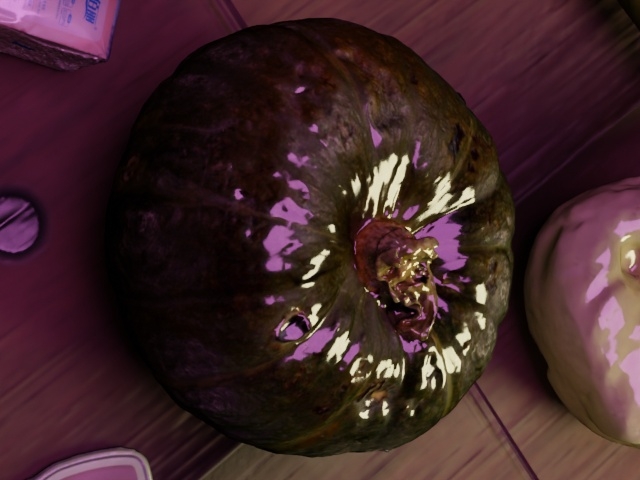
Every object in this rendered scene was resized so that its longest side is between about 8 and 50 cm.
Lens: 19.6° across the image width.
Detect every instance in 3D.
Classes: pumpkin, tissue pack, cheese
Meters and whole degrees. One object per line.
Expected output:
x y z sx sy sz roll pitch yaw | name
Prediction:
0.000 0.000 0.922 0.224 0.157 0.223 -3 94 -36 | pumpkin
-0.136 -0.139 0.919 0.074 0.059 0.094 16 79 -27 | tissue pack
0.241 0.037 1.079 0.263 0.093 0.159 -5 86 -27 | cheese

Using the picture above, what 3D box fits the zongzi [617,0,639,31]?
0.106 -0.238 1.025 0.286 0.138 0.300 -3 101 -21 | zongzi

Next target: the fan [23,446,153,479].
-0.158 0.189 0.906 0.220 0.009 0.132 -21 95 -27 | fan
